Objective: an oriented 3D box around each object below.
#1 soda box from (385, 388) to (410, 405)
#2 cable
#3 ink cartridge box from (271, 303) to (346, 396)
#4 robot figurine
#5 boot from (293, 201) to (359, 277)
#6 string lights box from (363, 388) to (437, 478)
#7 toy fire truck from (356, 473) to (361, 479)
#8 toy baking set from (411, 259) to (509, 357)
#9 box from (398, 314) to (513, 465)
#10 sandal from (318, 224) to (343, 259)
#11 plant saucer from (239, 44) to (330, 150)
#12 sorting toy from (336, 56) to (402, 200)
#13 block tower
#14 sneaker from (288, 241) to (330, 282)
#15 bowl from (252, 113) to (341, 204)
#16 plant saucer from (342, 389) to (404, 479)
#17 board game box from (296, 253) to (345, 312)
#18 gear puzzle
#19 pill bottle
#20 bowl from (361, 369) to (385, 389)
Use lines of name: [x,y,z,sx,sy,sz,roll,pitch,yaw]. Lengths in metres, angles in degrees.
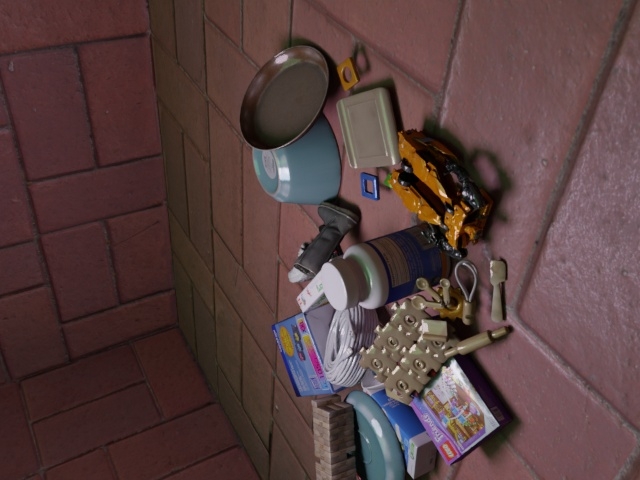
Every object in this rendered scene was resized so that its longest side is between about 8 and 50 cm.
soda box: [0.242,0.399,1.738,0.181,0.058,0.061,2,108,63]
cable: [0.084,0.282,1.837,0.257,0.089,0.257,-86,15,-47]
ink cartridge box: [-0.020,0.364,2.145,0.270,0.151,0.395,69,156,7]
robot figurine: [0.252,-0.102,1.366,0.291,0.085,0.211,53,149,37]
boot: [-0.002,-0.001,1.806,0.076,0.208,0.190,37,171,-28]
string lights box: [0.220,0.524,1.838,0.260,0.077,0.133,42,142,47]
toy fire truck: [0.201,0.869,2.026,0.302,0.169,0.254,56,168,33]
toy baking set: [0.302,0.145,1.382,0.256,0.030,0.196,-27,97,36]
box: [0.294,0.352,1.543,0.293,0.057,0.201,58,134,28]
sandal: [0.033,0.032,1.943,0.179,0.040,0.067,65,154,15]
plant saucer: [-0.090,-0.376,1.753,0.311,0.050,0.310,-17,61,34]
sorting toy: [0.124,-0.270,1.568,0.196,0.047,0.347,3,109,59]
block tower: [0.043,0.629,1.896,0.097,0.091,0.335,0,95,57]
sneaker: [-0.039,0.065,2.079,0.232,0.090,0.115,-31,71,55]
bowl: [-0.089,-0.232,1.883,0.311,0.163,0.311,44,144,46]
plant saucer: [0.136,0.596,1.901,0.317,0.044,0.317,37,134,51]
board game box: [0.069,0.097,1.736,0.053,0.193,0.305,65,154,14]
gear puzzle: [0.228,0.219,1.507,0.175,0.044,0.339,39,122,12]
pill bottle: [0.144,0.066,1.471,0.152,0.272,0.152,43,143,46]
bowl: [0.178,0.337,1.764,0.142,0.053,0.142,-30,39,48]
